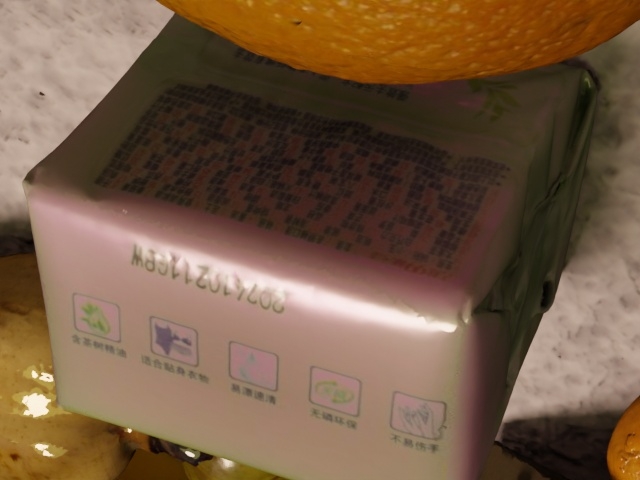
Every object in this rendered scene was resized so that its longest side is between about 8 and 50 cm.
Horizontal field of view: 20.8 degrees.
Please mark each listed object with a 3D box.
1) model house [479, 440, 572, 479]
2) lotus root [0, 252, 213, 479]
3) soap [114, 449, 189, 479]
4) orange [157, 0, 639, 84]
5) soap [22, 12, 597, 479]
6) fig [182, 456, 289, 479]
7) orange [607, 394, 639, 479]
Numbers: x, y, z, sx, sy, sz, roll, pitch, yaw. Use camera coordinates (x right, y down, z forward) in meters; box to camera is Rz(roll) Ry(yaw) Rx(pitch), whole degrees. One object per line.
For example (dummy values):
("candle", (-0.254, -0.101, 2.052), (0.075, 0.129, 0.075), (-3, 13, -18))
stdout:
("model house", (0.087, 0.221, 0.904), (0.243, 0.211, 0.204), (29, 178, 28))
("lotus root", (-0.145, 0.072, 0.928), (0.221, 0.118, 0.125), (6, 116, 23))
("soap", (-0.207, 0.227, 1.094), (0.204, 0.096, 0.324), (26, 131, 4))
("orange", (0.024, -0.171, 0.567), (0.264, 0.264, 0.264), (13, 130, 16))
("soap", (0.000, 0.000, 0.764), (0.199, 0.182, 0.138), (16, 131, 14))
("fig", (-0.028, 0.110, 0.940), (0.098, 0.082, 0.084), (23, 98, -14))
("orange", (0.179, 0.105, 0.832), (0.083, 0.070, 0.083), (0, 89, 24))
